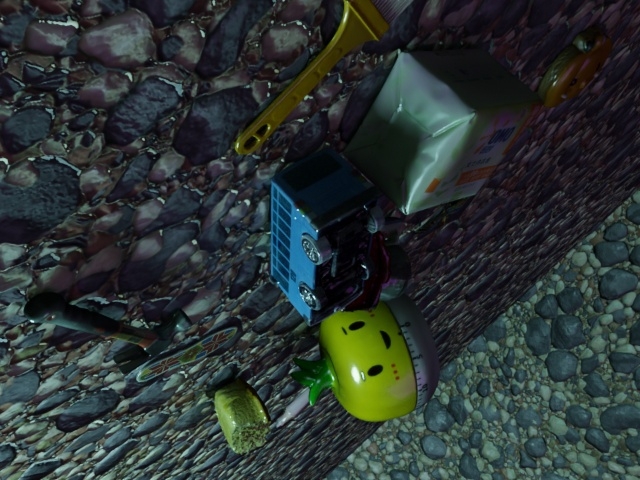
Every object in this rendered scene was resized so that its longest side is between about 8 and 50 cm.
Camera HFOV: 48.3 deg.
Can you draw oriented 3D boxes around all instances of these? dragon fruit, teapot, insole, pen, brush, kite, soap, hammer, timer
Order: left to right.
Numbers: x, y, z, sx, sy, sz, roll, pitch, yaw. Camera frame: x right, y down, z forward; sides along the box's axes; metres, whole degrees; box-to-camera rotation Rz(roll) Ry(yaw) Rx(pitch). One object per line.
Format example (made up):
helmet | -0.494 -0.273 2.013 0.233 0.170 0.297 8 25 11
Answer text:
hammer | -0.261 0.107 0.883 0.111 0.033 0.288 -43 158 -1
insole | -0.209 0.180 1.141 0.193 0.006 0.065 -21 150 -42
pen | -0.040 0.406 1.815 0.197 0.032 0.053 -43 159 -3
brush | 0.000 -0.194 0.785 0.272 0.013 0.103 -45 158 10
dragon fruit | 0.042 0.039 1.185 0.120 0.127 0.161 0 112 -65
timer | 0.072 0.241 1.418 0.285 0.285 0.285 -35 157 -17
teapot | 0.102 0.043 1.273 0.108 0.111 0.149 -2 139 -45
soap | 0.168 -0.153 0.973 0.199 0.138 0.182 -17 146 -46
kite | 0.259 -0.061 1.471 0.182 0.010 0.160 -35 161 -8

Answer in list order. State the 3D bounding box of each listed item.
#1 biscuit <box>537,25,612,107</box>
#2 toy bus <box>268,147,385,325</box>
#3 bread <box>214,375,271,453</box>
biscuit | 0.476 -0.315 1.305 0.170 0.050 0.170 -36 158 -17
toy bus | 0.000 0.000 0.984 0.116 0.133 0.234 -31 151 -25
bread | -0.150 0.326 1.361 0.086 0.125 0.156 -23 151 -21
